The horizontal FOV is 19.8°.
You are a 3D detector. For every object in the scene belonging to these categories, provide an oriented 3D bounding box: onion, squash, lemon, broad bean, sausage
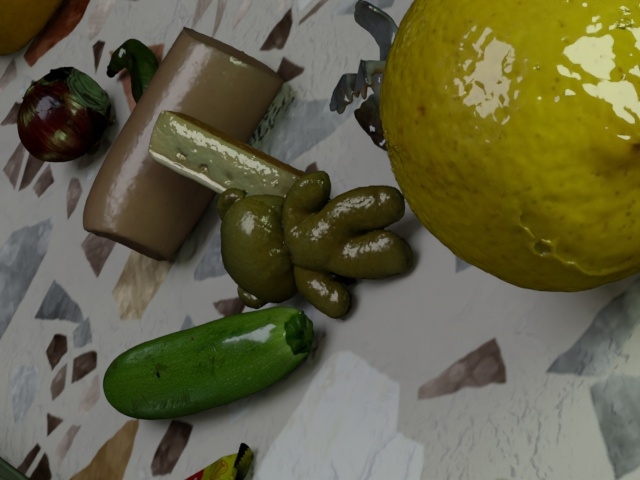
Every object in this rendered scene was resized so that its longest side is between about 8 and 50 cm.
[{"bbox_3d":[-0.308,-0.143,2.197,0.118,0.118,0.117,-50,3,17],"label":"onion"},{"bbox_3d":[-0.118,0.123,1.774,0.292,0.082,0.082,-19,52,44],"label":"squash"},{"bbox_3d":[0.179,-0.096,1.383,0.293,0.293,0.293,-32,44,36],"label":"lemon"},{"bbox_3d":[-0.210,-0.193,2.151,0.061,0.046,0.195,-67,28,12],"label":"broad bean"},{"bbox_3d":[-0.153,-0.093,1.939,0.253,0.123,0.123,-59,34,7],"label":"sausage"}]

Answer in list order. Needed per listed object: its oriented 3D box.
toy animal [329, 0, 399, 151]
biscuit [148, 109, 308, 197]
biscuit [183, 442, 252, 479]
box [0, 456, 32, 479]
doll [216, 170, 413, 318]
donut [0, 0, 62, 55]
[{"bbox_3d":[0.083,-0.113,1.643,0.272,0.160,0.197,-25,49,51],"label":"toy animal"},{"bbox_3d":[-0.086,-0.069,1.823,0.188,0.052,0.056,28,102,24],"label":"biscuit"},{"bbox_3d":[-0.168,0.268,1.786,0.292,0.026,0.048,-32,24,36],"label":"biscuit"},{"bbox_3d":[-0.460,0.371,1.964,0.352,0.177,0.344,20,81,56],"label":"box"},{"bbox_3d":[0.000,0.000,1.715,0.209,0.097,0.137,-4,104,33],"label":"doll"},{"bbox_3d":[-0.420,-0.376,2.499,0.277,0.108,0.277,-32,44,37],"label":"donut"}]
